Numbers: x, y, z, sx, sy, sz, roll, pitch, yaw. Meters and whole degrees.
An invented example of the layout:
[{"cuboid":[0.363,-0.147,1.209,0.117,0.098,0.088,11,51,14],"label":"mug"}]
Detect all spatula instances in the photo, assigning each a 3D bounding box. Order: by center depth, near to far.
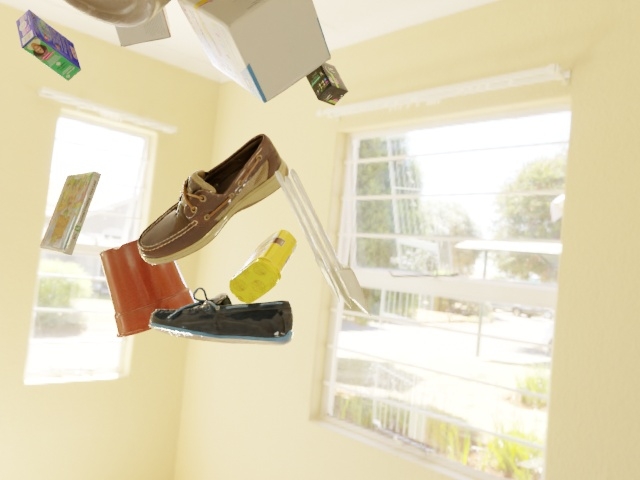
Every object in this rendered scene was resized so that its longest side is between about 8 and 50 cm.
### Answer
[{"cuboid":[0.000,0.000,0.864,0.019,0.242,0.168,-27,10,-10],"label":"spatula"}]

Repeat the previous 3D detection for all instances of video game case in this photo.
[{"cuboid":[-0.583,-0.065,1.316,0.023,0.193,0.212,24,-13,-38],"label":"video game case"}]

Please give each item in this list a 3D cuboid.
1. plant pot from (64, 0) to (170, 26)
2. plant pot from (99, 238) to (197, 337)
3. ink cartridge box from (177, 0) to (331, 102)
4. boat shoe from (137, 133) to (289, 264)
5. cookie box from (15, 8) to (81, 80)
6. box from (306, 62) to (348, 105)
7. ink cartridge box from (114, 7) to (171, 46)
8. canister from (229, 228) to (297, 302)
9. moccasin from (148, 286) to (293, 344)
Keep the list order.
[{"cuboid":[-0.282,-0.486,0.829,0.323,0.280,0.323,15,-21,6],"label":"plant pot"},{"cuboid":[-0.548,0.129,1.774,0.273,0.265,0.272,-19,4,1],"label":"plant pot"},{"cuboid":[-0.129,-0.411,1.088,0.233,0.168,0.171,43,-13,41],"label":"ink cartridge box"},{"cuboid":[-0.225,-0.090,1.114,0.123,0.342,0.123,51,-8,42],"label":"boat shoe"},{"cuboid":[-0.523,-0.375,1.096,0.040,0.091,0.107,-35,-32,12],"label":"cookie box"},{"cuboid":[0.014,-0.363,1.307,0.062,0.083,0.052,3,-35,-49],"label":"box"},{"cuboid":[-0.476,-0.682,1.390,0.130,0.309,0.271,-14,43,-8],"label":"ink cartridge box"},{"cuboid":[-0.128,0.055,1.314,0.126,0.073,0.170,-37,12,28],"label":"canister"},{"cuboid":[-0.231,0.183,1.360,0.342,0.116,0.137,5,-17,2],"label":"moccasin"}]
